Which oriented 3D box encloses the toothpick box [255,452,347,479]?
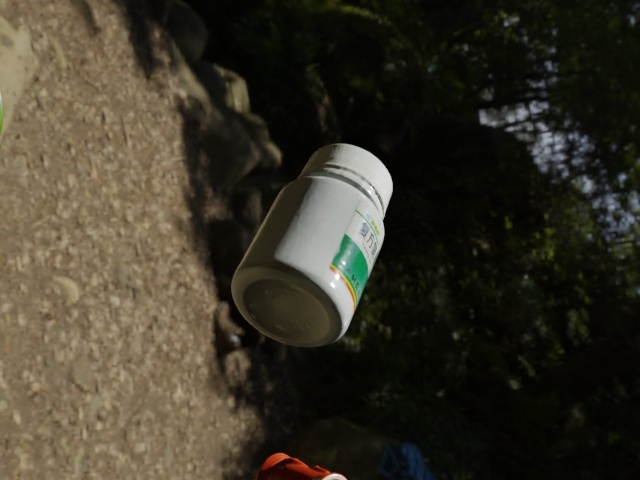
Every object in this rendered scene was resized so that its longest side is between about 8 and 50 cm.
[{"bbox_3d":[-0.017,0.214,0.754,0.047,0.083,0.047,-3,95,-40],"label":"toothpick box"}]

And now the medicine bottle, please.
[{"bbox_3d":[0.000,0.000,0.585,0.130,0.080,0.080,-63,147,-40],"label":"medicine bottle"}]

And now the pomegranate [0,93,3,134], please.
[{"bbox_3d":[-0.294,-0.082,0.580,0.225,0.187,0.187,-54,135,-76],"label":"pomegranate"}]
